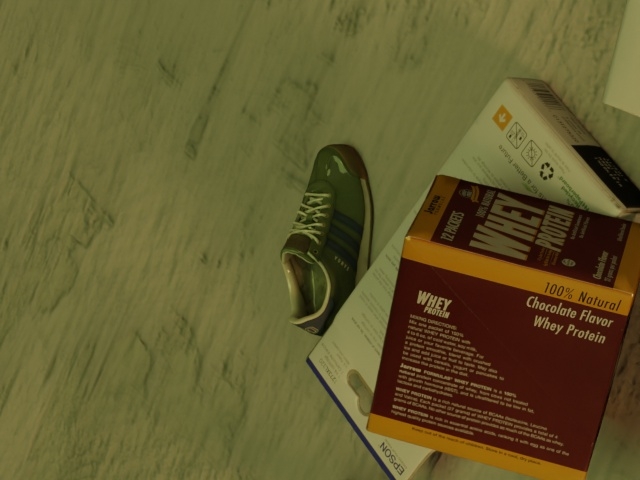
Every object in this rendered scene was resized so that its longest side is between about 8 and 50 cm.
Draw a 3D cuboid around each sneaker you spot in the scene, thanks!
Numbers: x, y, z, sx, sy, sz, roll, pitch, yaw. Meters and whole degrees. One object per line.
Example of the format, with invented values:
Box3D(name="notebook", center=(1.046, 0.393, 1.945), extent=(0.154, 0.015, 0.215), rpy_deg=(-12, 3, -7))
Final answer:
Box3D(name="sneaker", center=(0.000, 0.000, 1.923), extent=(0.064, 0.086, 0.192), rpy_deg=(-2, 89, 45))

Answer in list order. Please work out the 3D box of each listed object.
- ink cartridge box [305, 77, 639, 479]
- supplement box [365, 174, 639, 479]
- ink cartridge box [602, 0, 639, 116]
Box3D(name="ink cartridge box", center=(0.137, 0.045, 1.804), extent=(0.176, 0.069, 0.371), rpy_deg=(53, 123, 29))
Box3D(name="supplement box", center=(0.159, 0.075, 1.654), extent=(0.191, 0.129, 0.194), rpy_deg=(14, 119, 9))
Box3D(name="ink cartridge box", center=(0.347, -0.220, 1.484), extent=(0.121, 0.211, 0.289), rpy_deg=(25, 108, 41))
